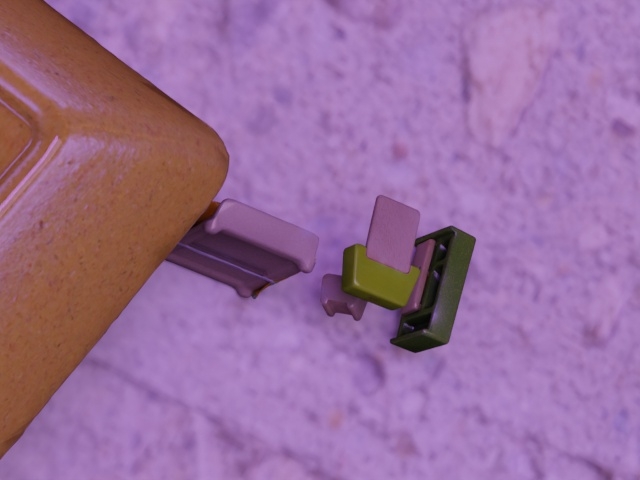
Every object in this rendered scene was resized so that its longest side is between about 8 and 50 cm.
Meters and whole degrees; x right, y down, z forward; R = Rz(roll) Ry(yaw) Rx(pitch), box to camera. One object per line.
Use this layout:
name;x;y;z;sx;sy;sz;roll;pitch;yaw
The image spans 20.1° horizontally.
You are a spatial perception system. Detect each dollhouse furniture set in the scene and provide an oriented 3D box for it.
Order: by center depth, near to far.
dollhouse furniture set;0.000;0.000;0.861;0.151;0.076;0.059;22;68;-21

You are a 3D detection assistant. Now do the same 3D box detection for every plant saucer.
plant saucer;-0.256;-0.019;0.698;0.332;0.081;0.333;38;75;2
